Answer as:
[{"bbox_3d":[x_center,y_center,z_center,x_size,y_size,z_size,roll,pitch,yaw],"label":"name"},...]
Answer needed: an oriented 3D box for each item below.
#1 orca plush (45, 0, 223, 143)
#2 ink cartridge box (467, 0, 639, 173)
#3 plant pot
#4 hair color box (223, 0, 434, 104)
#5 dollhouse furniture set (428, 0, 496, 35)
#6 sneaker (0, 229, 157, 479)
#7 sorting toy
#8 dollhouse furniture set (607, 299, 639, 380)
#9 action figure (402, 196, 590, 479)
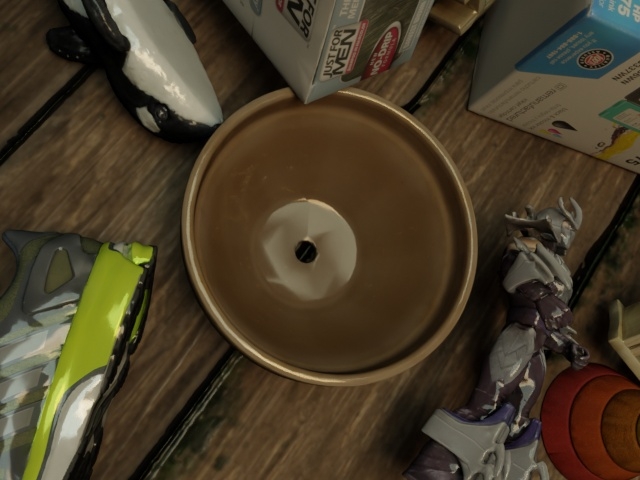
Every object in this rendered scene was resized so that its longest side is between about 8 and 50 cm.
[{"bbox_3d":[-0.199,-0.189,0.537,0.102,0.151,0.287,-29,117,18],"label":"orca plush"},{"bbox_3d":[0.322,-0.202,0.643,0.270,0.198,0.197,17,74,-12],"label":"ink cartridge box"},{"bbox_3d":[0.000,0.000,0.555,0.237,0.110,0.237,3,79,-16],"label":"plant pot"},{"bbox_3d":[-0.056,-0.310,0.505,0.113,0.185,0.374,-28,71,-24],"label":"hair color box"},{"bbox_3d":[0.097,-0.358,0.606,0.242,0.212,0.161,37,71,22],"label":"dollhouse furniture set"},{"bbox_3d":[-0.221,0.127,0.480,0.121,0.111,0.300,18,69,-2],"label":"sneaker"},{"bbox_3d":[0.207,0.257,0.558,0.127,0.126,0.365,44,70,-4],"label":"sorting toy"},{"bbox_3d":[0.384,0.068,0.667,0.129,0.129,0.184,49,36,-10],"label":"dollhouse furniture set"},{"bbox_3d":[0.174,0.091,0.563,0.185,0.099,0.285,38,68,-48],"label":"action figure"}]
